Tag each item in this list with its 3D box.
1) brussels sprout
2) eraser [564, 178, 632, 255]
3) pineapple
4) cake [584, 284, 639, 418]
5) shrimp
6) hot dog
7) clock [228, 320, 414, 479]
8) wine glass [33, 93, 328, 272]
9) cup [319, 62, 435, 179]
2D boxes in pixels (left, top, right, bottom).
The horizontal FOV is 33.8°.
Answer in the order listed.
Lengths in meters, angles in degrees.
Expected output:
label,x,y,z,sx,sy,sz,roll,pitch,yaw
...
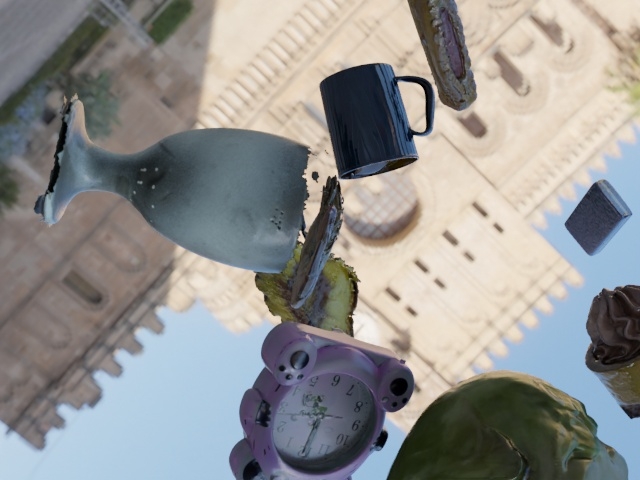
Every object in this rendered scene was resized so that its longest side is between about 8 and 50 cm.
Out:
label,x,y,z,sx,sy,sz,roll,pitch,yaw
brussels sprout,0.238,0.320,1.401,0.328,0.247,0.328,-29,-143,25
eraser,0.494,-0.038,1.887,0.036,0.082,0.225,-32,164,-13
pineapple,-0.032,0.077,2.019,0.158,0.335,0.161,-47,-151,-20
cake,0.507,0.159,1.712,0.208,0.178,0.185,-53,-166,-21
shrimp,-0.004,-0.001,1.724,0.133,0.053,0.236,80,29,-75
hot dog,0.192,-0.320,1.657,0.068,0.289,0.083,-33,-133,-5
clock,-0.006,0.250,1.499,0.248,0.227,0.090,-67,-156,11
wine glass,-0.177,-0.069,1.379,0.190,0.356,0.191,-170,-90,-83
cup,0.080,-0.169,1.465,0.150,0.138,0.113,-12,175,-18
